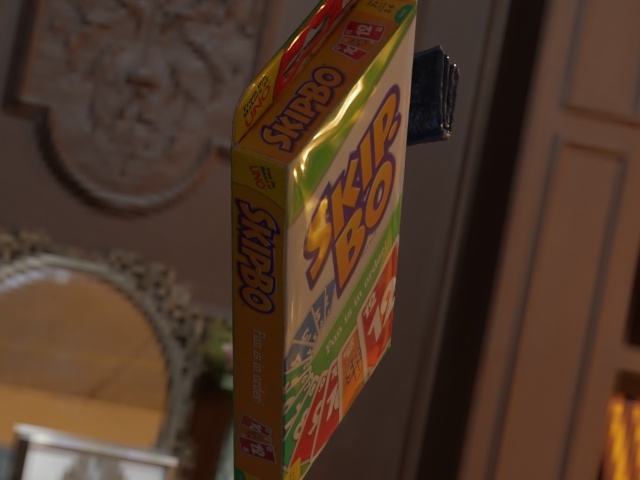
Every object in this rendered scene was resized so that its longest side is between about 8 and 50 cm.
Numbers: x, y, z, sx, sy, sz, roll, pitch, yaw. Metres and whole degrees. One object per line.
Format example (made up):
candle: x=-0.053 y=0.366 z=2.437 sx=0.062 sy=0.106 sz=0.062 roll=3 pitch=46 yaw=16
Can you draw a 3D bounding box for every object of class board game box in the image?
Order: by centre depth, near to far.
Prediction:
board game box: x=0.000 y=0.000 z=0.913 sx=0.039 sy=0.124 sz=0.259 roll=20 pitch=-41 yaw=19

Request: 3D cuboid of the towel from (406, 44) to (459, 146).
towel: x=0.031 y=-0.091 z=1.313 sx=0.119 sy=0.067 sz=0.029 roll=-5 pitch=-28 yaw=21
